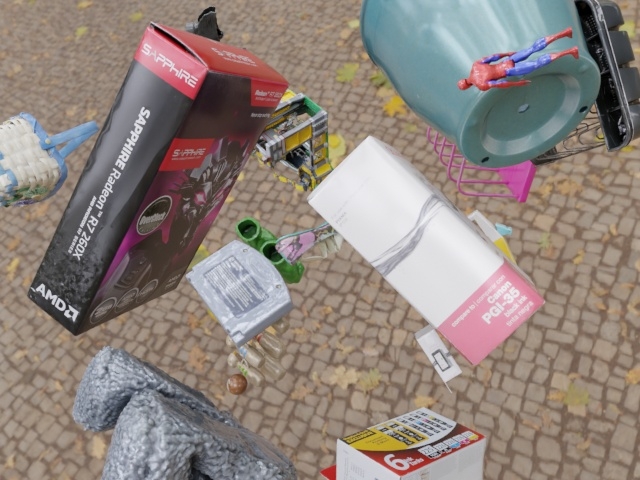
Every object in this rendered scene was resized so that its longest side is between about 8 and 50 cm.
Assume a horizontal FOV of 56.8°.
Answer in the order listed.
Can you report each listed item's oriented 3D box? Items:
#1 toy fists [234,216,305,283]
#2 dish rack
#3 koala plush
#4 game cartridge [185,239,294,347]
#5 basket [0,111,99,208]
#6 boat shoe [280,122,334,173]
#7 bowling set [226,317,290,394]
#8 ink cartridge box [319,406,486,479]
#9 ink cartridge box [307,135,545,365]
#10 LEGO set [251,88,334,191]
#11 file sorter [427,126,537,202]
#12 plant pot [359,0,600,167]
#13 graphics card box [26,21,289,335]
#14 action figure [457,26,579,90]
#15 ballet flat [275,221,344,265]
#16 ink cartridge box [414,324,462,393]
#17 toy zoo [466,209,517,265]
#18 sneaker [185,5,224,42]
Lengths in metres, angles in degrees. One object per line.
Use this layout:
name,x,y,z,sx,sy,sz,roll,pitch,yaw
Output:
toy fists,-0.151,0.033,1.837,0.096,0.142,0.279,-43,49,-12
dish rack,0.360,-0.218,0.896,0.074,0.271,0.208,-15,90,-19
koala plush,-0.146,0.244,0.493,0.221,0.203,0.196,-57,29,-11
game cartridge,-0.202,0.124,1.525,0.198,0.062,0.297,-31,46,-18
basket,-0.715,-0.200,1.466,0.254,0.201,0.289,-21,17,43
boat shoe,-0.079,-0.269,1.720,0.116,0.099,0.319,-44,78,-3
bowling set,-0.201,0.297,1.582,0.154,0.287,0.200,34,47,26
ink cartridge box,0.194,0.521,1.435,0.309,0.130,0.271,-5,11,-40
ink cartridge box,0.139,0.003,0.778,0.283,0.207,0.117,45,104,7
LEGO set,-0.130,-0.240,1.387,0.192,0.255,0.331,-34,67,-22
file sorter,0.390,-0.255,1.440,0.182,0.202,0.291,2,34,-8
plant pot,0.220,-0.246,0.779,0.271,0.272,0.255,-20,55,1
graphics card box,-0.199,-0.073,0.756,0.094,0.233,0.371,36,109,8
action figure,0.193,-0.173,0.589,0.115,0.030,0.038,-15,79,22
ballet flat,0.000,0.000,1.272,0.221,0.077,0.079,-25,86,-41
ink cartridge box,0.159,0.156,0.784,0.028,0.048,0.083,-33,88,4
toy zoo,0.405,0.046,1.648,0.293,0.192,0.030,-34,4,29
sneaker,-0.282,-0.507,1.501,0.089,0.170,0.051,-10,54,4
